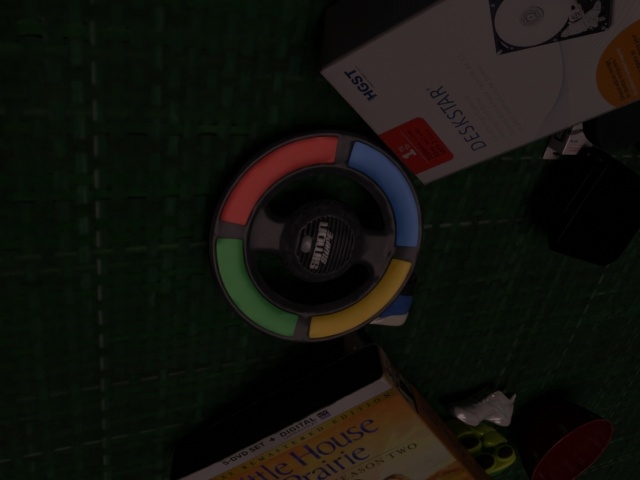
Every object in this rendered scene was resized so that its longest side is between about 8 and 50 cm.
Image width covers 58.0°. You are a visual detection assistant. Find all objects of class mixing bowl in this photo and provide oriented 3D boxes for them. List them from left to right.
[{"bbox_3d":[0.431,0.361,1.065,0.181,0.098,0.182,-15,128,-20],"label":"mixing bowl"}]

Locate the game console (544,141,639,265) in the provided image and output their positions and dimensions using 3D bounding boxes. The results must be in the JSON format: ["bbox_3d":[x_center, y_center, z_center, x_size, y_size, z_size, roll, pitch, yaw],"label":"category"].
[{"bbox_3d":[0.428,-0.131,0.747,0.213,0.044,0.361,11,113,-44],"label":"game console"}]

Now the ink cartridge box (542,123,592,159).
[{"bbox_3d":[0.314,-0.133,0.711,0.048,0.028,0.083,-3,123,-27],"label":"ink cartridge box"}]

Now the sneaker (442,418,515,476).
[{"bbox_3d":[0.174,0.388,0.952,0.295,0.109,0.124,-20,131,-3],"label":"sneaker"}]

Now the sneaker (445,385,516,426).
[{"bbox_3d":[0.265,0.269,0.952,0.152,0.053,0.061,11,100,-36],"label":"sneaker"}]

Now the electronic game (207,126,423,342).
[{"bbox_3d":[0.000,0.000,0.591,0.229,0.048,0.229,-6,110,-16],"label":"electronic game"}]

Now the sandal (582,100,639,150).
[{"bbox_3d":[0.447,-0.237,0.542,0.445,0.107,0.167,-37,135,1],"label":"sandal"}]

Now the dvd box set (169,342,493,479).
[{"bbox_3d":[0.052,0.341,0.781,0.307,0.062,0.420,-30,122,13],"label":"dvd box set"}]

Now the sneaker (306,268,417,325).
[{"bbox_3d":[0.047,0.060,0.682,0.152,0.058,0.085,2,118,-25],"label":"sneaker"}]

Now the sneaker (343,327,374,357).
[{"bbox_3d":[0.056,0.211,0.776,0.086,0.085,0.237,-17,125,-8],"label":"sneaker"}]

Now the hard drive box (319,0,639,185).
[{"bbox_3d":[0.145,-0.165,0.487,0.232,0.089,0.181,-21,139,33],"label":"hard drive box"}]
